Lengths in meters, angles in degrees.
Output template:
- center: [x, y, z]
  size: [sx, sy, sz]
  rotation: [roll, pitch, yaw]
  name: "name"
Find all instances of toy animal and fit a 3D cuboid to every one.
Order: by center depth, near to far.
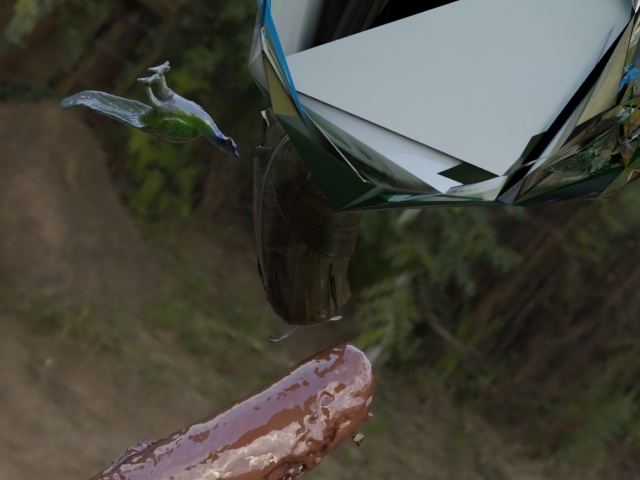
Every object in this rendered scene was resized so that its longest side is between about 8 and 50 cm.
- center: [-0.167, -0.133, 1.675]
  size: [0.216, 0.075, 0.041]
  rotation: [17, 43, 28]
  name: "toy animal"

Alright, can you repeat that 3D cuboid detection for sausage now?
- center: [-0.103, 0.171, 1.245]
  size: [0.079, 0.326, 0.087]
  rotation: [65, -9, -13]
  name: "sausage"

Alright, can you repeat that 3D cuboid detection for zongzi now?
- center: [0.000, 0.000, 1.347]
  size: [0.084, 0.187, 0.184]
  rotation: [-4, 17, -12]
  name: "zongzi"

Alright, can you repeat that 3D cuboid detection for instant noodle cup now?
- center: [0.080, -0.119, 0.866]
  size: [0.240, 0.240, 0.178]
  rotation: [41, 17, 10]
  name: "instant noodle cup"
